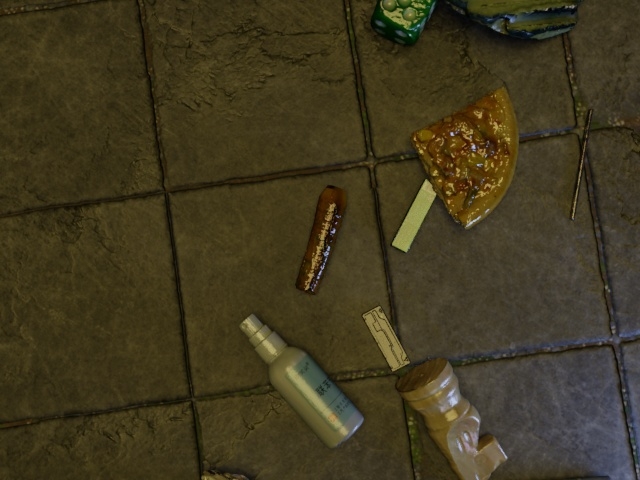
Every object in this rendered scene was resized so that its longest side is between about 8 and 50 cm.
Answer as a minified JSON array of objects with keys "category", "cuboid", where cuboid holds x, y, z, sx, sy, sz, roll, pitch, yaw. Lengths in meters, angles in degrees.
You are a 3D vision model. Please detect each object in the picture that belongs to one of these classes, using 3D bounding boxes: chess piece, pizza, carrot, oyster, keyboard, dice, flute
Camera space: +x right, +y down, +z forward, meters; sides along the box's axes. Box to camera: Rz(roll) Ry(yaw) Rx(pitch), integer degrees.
[{"category":"chess piece","cuboid":[0.301,0.420,1.723,0.137,0.137,0.300,-31,98,1]},{"category":"pizza","cuboid":[0.376,-0.193,1.753,0.268,0.087,0.257,-29,88,-11]},{"category":"carrot","cuboid":[0.000,0.000,1.780,0.070,0.070,0.260,18,89,4]},{"category":"oyster","cuboid":[-0.198,0.601,1.756,0.163,0.081,0.191,-6,102,26]},{"category":"keyboard","cuboid":[0.154,0.231,1.784,0.053,0.010,0.155,-28,86,2]},{"category":"dice","cuboid":[0.195,-0.538,1.771,0.120,0.128,0.131,27,87,3]},{"category":"flute","cuboid":[0.614,-0.179,1.786,0.014,0.014,0.269,10,87,3]}]

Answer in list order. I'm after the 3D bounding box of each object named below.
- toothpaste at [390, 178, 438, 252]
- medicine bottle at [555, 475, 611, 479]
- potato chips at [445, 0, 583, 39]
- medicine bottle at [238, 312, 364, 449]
[{"category":"toothpaste","cuboid":[0.222,-0.058,1.786,0.043,0.037,0.178,27,88,0]},{"category":"medicine bottle","cuboid":[0.541,0.572,1.720,0.231,0.059,0.059,-7,86,2]},{"category":"potato chips","cuboid":[0.426,-0.631,1.758,0.429,0.070,0.358,-13,81,-17]},{"category":"medicine bottle","cuboid":[-0.054,0.311,1.739,0.110,0.110,0.352,-42,85,0]}]
